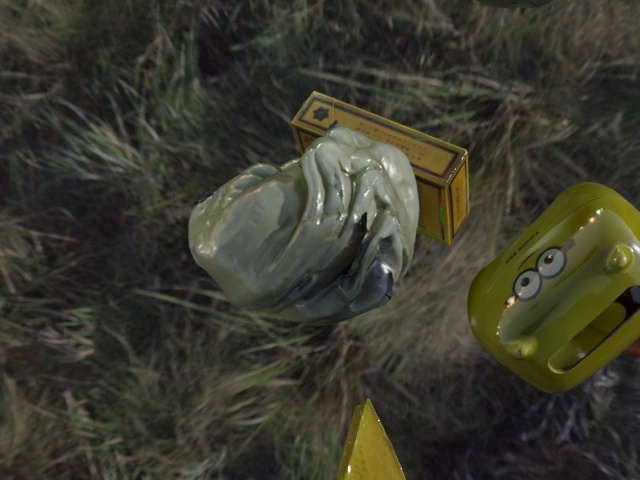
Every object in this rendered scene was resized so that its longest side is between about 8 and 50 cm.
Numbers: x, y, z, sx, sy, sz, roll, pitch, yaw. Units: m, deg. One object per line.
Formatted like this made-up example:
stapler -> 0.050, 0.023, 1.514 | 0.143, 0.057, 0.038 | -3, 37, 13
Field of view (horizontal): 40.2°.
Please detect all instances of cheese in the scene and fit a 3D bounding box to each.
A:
cheese -> 0.075, 0.364, 1.505 | 0.126, 0.093, 0.171 | -1, 70, -10

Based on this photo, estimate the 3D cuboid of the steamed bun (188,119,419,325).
steamed bun -> 0.000, 0.000, 1.193 | 0.320, 0.275, 0.206 | -28, 56, 2

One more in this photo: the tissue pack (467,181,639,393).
tissue pack -> 0.220, 0.046, 0.764 | 0.123, 0.127, 0.178 | 37, 109, -19

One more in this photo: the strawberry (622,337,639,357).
strawberry -> 0.411, 0.087, 1.168 | 0.228, 0.174, 0.098 | 18, 70, 17

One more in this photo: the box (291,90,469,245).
box -> 0.107, -0.125, 1.517 | 0.301, 0.193, 0.084 | 25, 66, 23

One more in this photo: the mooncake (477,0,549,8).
mooncake -> 0.287, -0.467, 1.255 | 0.274, 0.135, 0.275 | 1, 95, 18
